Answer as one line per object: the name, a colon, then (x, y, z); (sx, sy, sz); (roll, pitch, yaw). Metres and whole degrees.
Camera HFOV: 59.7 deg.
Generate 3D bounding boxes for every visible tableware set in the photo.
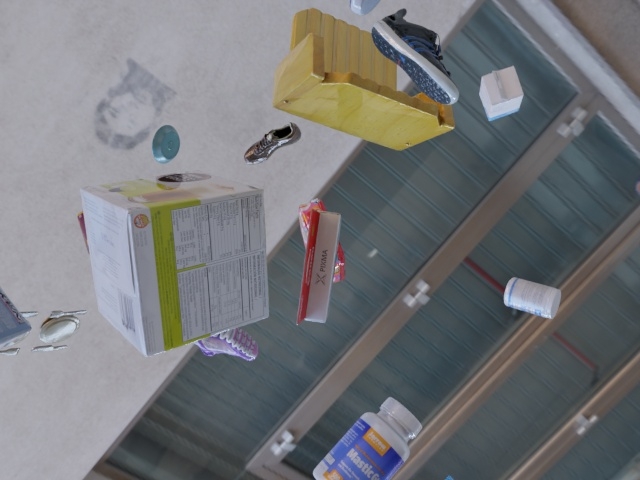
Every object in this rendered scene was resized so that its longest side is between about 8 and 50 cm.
tableware set: (-0.612, 0.183, 1.185); (0.194, 0.128, 0.039); (6, -144, -52)

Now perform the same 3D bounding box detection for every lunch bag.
lunch bag: (0.000, 0.000, 2.066); (0.258, 0.120, 0.293); (82, 169, -63)

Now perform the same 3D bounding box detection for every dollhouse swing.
dollhouse swing: (0.104, -0.409, 1.265); (0.346, 0.305, 0.315); (15, 170, -23)

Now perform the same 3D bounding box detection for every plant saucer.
plant saucer: (-0.464, -0.291, 1.699); (0.021, 0.119, 0.119); (17, 180, 23)

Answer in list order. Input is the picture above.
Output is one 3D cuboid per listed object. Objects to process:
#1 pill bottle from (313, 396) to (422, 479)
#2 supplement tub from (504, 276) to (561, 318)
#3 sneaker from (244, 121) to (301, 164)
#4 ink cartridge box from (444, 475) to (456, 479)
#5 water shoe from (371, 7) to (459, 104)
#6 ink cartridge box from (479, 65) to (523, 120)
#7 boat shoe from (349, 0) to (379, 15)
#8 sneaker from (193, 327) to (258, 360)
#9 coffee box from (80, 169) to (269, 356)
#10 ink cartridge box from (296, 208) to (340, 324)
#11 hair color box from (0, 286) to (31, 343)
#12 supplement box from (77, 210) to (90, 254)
pill bottle: (0.124, 0.528, 1.386); (0.152, 0.272, 0.152); (42, 166, 13)
supplement tub: (0.477, 0.129, 1.258); (0.107, 0.071, 0.071); (17, 174, 36)
sneaker: (-0.150, -0.292, 1.630); (0.066, 0.188, 0.071); (62, -176, 24)
ink cartridge box: (0.335, 0.709, 1.271); (0.171, 0.168, 0.233); (46, -177, -28)
water shoe: (0.170, -0.312, 0.919); (0.203, 0.080, 0.073); (50, 176, 20)
ink cartridge box: (0.502, -0.410, 1.551); (0.143, 0.089, 0.092); (30, -136, -76)
boat shoe: (0.136, -0.779, 1.483); (0.156, 0.367, 0.136); (27, 176, 12)
sneaker: (-0.307, 0.312, 1.703); (0.236, 0.105, 0.095); (27, -164, -2)
coffee box: (-0.354, 0.030, 1.378); (0.334, 0.338, 0.337); (-15, -158, -36)
ink cartridge box: (0.002, 0.070, 1.490); (0.066, 0.297, 0.261); (8, 180, 5)
hair color box: (-0.611, 0.170, 0.869); (0.114, 0.185, 0.374); (55, 167, -5)
supplement box: (-0.679, -0.029, 1.746); (0.188, 0.104, 0.081); (55, 179, 37)
